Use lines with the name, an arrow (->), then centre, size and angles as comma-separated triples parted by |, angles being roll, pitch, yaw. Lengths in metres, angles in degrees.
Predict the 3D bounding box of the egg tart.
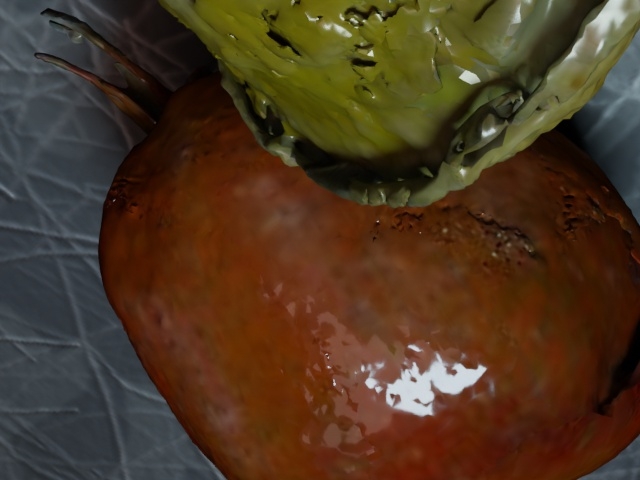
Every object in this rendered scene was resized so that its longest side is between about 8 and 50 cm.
egg tart -> 0.006, -0.162, 0.562 | 0.120, 0.315, 0.315 | 4, 133, -30

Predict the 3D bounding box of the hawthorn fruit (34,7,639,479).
hawthorn fruit -> 0.000, 0.000, 0.749 | 0.299, 0.211, 0.211 | 44, 122, -6
